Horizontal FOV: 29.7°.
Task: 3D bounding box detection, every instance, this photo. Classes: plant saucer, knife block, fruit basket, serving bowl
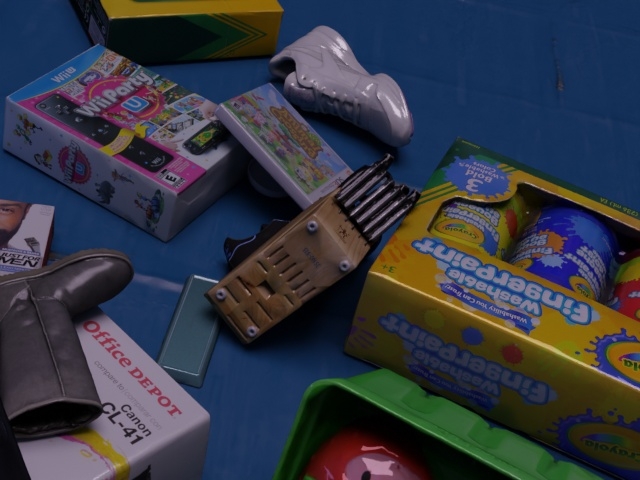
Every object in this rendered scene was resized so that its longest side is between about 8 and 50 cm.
[{"bbox_3d":[-0.165,0.112,1.581,0.067,0.018,0.192,15,39,0],"label":"plant saucer"},{"bbox_3d":[0.000,0.000,1.620,0.088,0.275,0.242,52,22,-4],"label":"knife block"},{"bbox_3d":[0.098,0.338,1.235,0.392,0.283,0.392,17,23,-8],"label":"fruit basket"},{"bbox_3d":[-0.074,-0.092,1.834,0.083,0.027,0.083,14,43,-14],"label":"serving bowl"}]

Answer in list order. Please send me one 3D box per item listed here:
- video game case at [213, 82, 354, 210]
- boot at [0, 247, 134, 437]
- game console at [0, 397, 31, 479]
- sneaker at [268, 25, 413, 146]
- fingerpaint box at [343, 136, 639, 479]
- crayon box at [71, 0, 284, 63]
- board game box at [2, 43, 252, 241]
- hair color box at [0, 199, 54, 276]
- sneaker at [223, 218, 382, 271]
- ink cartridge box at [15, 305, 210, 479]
[{"bbox_3d":[-0.045,-0.139,1.800,0.212,0.023,0.193,47,25,2],"label":"video game case"},{"bbox_3d":[-0.270,0.107,1.308,0.189,0.076,0.208,-19,39,-14],"label":"boot"},{"bbox_3d":[-0.446,0.232,1.094,0.342,0.060,0.387,-20,91,-8],"label":"game console"},{"bbox_3d":[0.032,-0.234,1.995,0.152,0.114,0.305,-28,50,-23],"label":"sneaker"},{"bbox_3d":[0.312,0.081,1.650,0.444,0.163,0.371,24,40,11],"label":"fingerpaint box"},{"bbox_3d":[-0.279,-0.456,2.137,0.313,0.106,0.363,-7,45,-26],"label":"crayon box"},{"bbox_3d":[-0.281,-0.153,1.792,0.303,0.097,0.224,28,40,15],"label":"board game box"},{"bbox_3d":[-0.407,0.020,1.585,0.093,0.053,0.167,7,39,-8],"label":"hair color box"},{"bbox_3d":[-0.025,0.003,1.701,0.232,0.081,0.090,-16,56,-30],"label":"sneaker"},{"bbox_3d":[-0.308,0.229,1.314,0.306,0.131,0.226,-28,55,-37],"label":"ink cartridge box"}]
